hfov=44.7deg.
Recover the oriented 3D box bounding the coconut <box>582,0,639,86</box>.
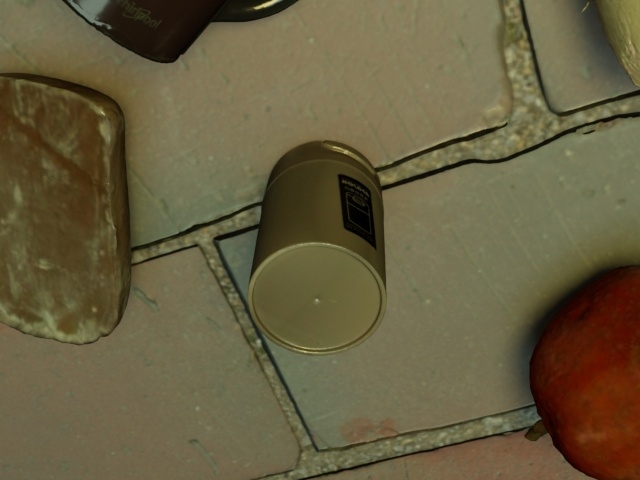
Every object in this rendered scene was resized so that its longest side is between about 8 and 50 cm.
[{"bbox_3d":[0.280,-0.179,0.561,0.171,0.171,0.182,-19,115,13],"label":"coconut"}]

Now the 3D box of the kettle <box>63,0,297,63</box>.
[{"bbox_3d":[-0.067,-0.245,0.556,0.232,0.144,0.202,-42,129,20],"label":"kettle"}]

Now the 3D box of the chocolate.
[{"bbox_3d":[-0.237,-0.031,0.712,0.157,0.080,0.253,13,119,12],"label":"chocolate"}]

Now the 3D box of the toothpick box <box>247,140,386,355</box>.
[{"bbox_3d":[0.000,0.000,0.660,0.111,0.180,0.111,1,121,2],"label":"toothpick box"}]

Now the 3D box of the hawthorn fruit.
[{"bbox_3d":[0.290,0.137,0.721,0.205,0.205,0.253,38,119,-17],"label":"hawthorn fruit"}]
